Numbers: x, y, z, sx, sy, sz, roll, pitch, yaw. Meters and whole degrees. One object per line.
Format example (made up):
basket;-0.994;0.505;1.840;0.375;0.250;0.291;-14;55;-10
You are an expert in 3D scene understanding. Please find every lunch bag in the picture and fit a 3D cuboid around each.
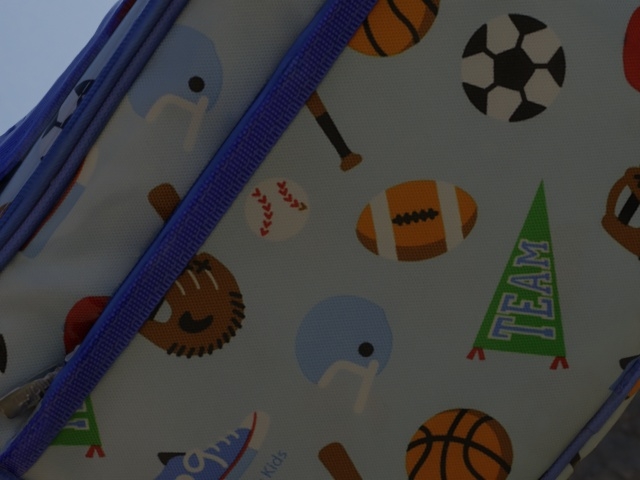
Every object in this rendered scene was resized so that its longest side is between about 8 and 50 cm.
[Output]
lunch bag;0.000;0.000;0.579;0.303;0.243;0.115;-53;15;7
